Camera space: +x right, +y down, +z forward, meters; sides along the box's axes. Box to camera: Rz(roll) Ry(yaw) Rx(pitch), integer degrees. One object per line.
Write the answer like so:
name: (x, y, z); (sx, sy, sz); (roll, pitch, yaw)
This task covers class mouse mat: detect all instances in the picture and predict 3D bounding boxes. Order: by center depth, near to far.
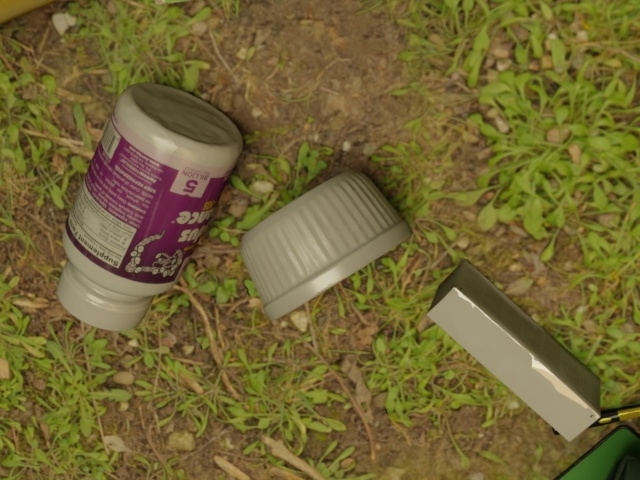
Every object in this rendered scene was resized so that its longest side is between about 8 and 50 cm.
mouse mat: (0.396, 0.350, 1.299); (0.152, 0.007, 0.190); (41, 114, -2)

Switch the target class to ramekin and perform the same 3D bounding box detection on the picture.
ramekin: (0.000, 0.000, 1.184); (0.207, 0.207, 0.109); (-32, 89, 23)

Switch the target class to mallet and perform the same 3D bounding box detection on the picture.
mallet: (0.396, 0.233, 1.245); (0.189, 0.039, 0.062); (-25, 97, 26)

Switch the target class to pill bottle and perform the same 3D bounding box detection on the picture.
pill bottle: (-0.231, -0.036, 1.248); (0.169, 0.169, 0.302); (30, 114, 3)

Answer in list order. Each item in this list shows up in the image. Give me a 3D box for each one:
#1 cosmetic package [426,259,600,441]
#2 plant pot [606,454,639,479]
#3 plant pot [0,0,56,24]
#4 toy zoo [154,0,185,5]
cosmetic package: (0.245, 0.137, 1.216); (0.239, 0.099, 0.060); (42, 113, -1)
plant pot: (0.476, 0.439, 1.146); (0.334, 0.341, 0.341); (21, 113, 14)
plant pot: (-0.397, -0.366, 1.152); (0.238, 0.254, 0.254); (-9, 107, 1)
toy zoo: (-0.078, -0.397, 1.156); (0.293, 0.030, 0.192); (-4, 107, 17)
